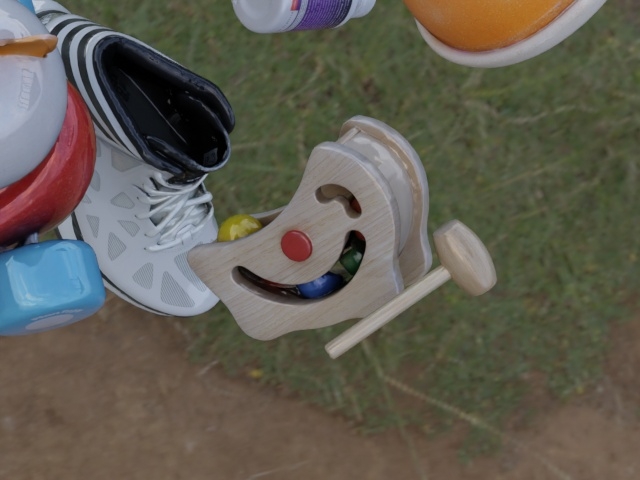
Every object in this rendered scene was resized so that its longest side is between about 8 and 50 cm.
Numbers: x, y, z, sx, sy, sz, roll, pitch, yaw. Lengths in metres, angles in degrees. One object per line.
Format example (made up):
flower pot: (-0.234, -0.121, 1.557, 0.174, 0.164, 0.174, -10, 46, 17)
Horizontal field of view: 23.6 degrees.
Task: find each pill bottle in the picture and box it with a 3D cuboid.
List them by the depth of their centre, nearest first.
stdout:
pill bottle: (-0.017, -0.336, 2.061, 0.193, 0.108, 0.108, -11, 81, -44)

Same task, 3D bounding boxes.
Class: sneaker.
sneaker: (-0.180, -0.051, 1.672, 0.169, 0.257, 0.447, -46, 130, -20)

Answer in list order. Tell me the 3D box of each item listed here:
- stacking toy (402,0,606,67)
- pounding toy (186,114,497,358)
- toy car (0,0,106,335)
stacking toy: (0.092, -0.423, 1.613, 0.480, 0.350, 0.350, 26, 62, -37)
pounding toy: (0.000, 0.000, 1.264, 0.155, 0.269, 0.154, -43, 114, -54)
toy car: (-0.219, -0.067, 0.826, 0.210, 0.238, 0.219, -12, 78, -16)
